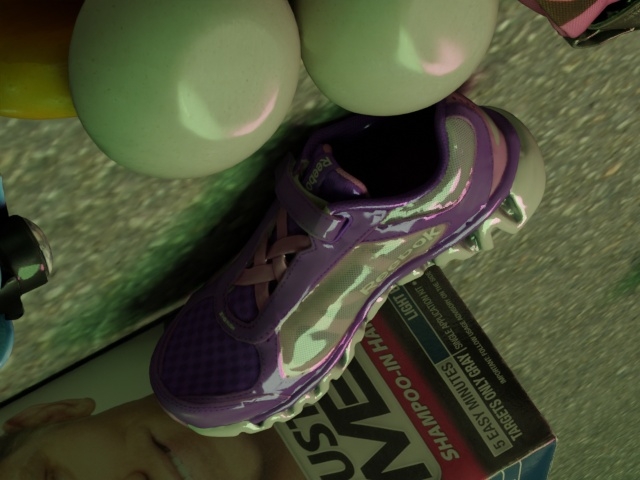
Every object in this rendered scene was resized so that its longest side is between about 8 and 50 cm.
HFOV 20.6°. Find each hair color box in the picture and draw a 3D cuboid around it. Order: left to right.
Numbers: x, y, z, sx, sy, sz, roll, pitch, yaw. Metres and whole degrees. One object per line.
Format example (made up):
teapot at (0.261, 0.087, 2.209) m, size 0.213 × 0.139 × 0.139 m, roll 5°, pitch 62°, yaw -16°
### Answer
hair color box at (-0.063, 0.141, 0.959) m, size 0.347 × 0.174 × 0.105 m, roll -29°, pitch 156°, yaw -12°

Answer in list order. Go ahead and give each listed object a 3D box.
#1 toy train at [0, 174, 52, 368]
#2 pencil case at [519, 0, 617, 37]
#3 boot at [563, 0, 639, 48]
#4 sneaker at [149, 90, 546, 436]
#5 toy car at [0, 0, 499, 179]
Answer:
toy train at (-0.193, 0.020, 0.641) m, size 0.184 × 0.105 × 0.080 m, roll -26°, pitch 159°, yaw -16°
pencil case at (0.115, -0.158, 0.504) m, size 0.209 × 0.098 × 0.095 m, roll -39°, pitch 144°, yaw 18°
boot at (0.258, -0.182, 0.864) m, size 0.229 × 0.091 × 0.263 m, roll 0°, pitch 137°, yaw -47°
sneaker at (0.000, 0.000, 0.887) m, size 0.236 × 0.095 × 0.104 m, roll -40°, pitch 150°, yaw 2°
toy car at (-0.040, -0.108, 0.582) m, size 0.182 × 0.159 × 0.136 m, roll -19°, pitch 116°, yaw -30°
